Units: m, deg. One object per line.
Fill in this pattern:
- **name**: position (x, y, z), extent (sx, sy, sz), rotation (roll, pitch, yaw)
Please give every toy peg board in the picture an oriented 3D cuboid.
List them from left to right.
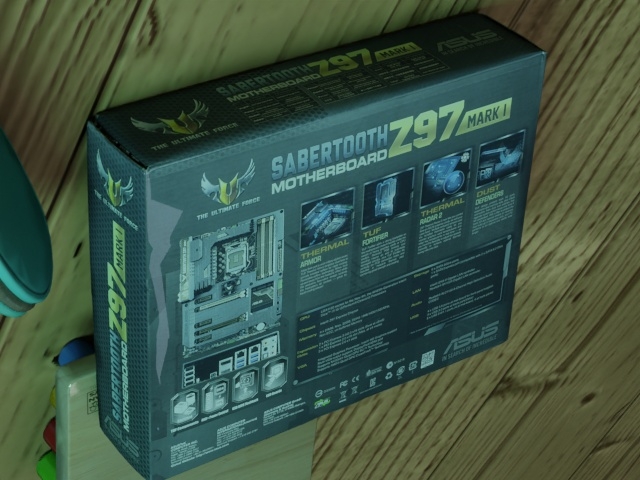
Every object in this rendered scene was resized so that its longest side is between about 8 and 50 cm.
- **toy peg board**: position (-0.088, 0.093, 0.901), extent (0.161, 0.079, 0.160), rotation (-19, 132, -31)

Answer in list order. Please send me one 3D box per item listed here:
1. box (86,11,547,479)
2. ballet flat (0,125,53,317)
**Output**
- **box**: position (0.000, 0.000, 0.801), extent (0.233, 0.059, 0.183), rotation (-20, 130, -30)
- **ballet flat**: position (-0.171, -0.042, 0.593), extent (0.087, 0.083, 0.247), rotation (-10, 151, 3)
